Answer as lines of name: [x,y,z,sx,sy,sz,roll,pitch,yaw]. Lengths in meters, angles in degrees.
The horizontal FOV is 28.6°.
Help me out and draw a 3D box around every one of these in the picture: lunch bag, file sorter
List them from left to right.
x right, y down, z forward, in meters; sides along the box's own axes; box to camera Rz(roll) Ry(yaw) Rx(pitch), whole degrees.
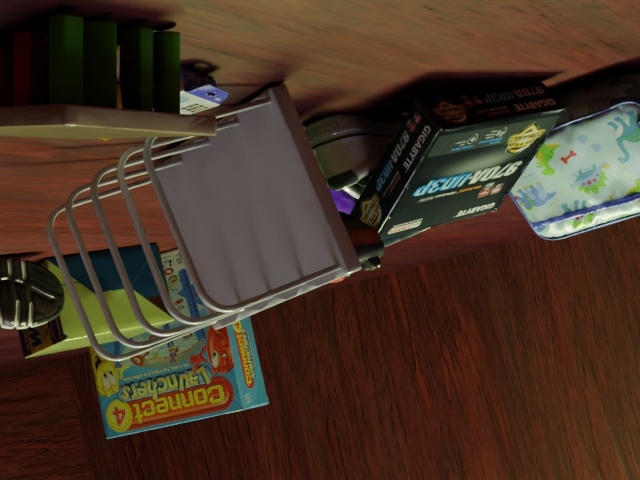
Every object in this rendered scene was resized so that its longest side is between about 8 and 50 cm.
file sorter: [-0.133,-0.004,1.257,0.173,0.192,0.278,-20,177,-35]
lunch bag: [0.336,-0.099,1.553,0.219,0.176,0.090,-16,-149,30]

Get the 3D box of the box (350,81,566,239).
box: [0.157,-0.092,1.433,0.220,0.051,0.175,-13,145,-41]

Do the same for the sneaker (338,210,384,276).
sneaker: [-0.047,-0.036,1.398,0.276,0.135,0.098,13,-168,35]

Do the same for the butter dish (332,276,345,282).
butter dish: [0.015,0.016,2.213,0.160,0.118,0.160,-15,174,17]

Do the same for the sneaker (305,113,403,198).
sneaker: [0.063,-0.090,1.495,0.094,0.091,0.258,-16,172,32]

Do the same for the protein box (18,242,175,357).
protein box: [-0.385,0.101,2.102,0.200,0.136,0.201,-9,172,-33]

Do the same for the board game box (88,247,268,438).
board game box: [-0.271,0.178,2.254,0.308,0.302,0.086,-16,173,27]

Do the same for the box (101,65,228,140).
box: [-0.152,-0.122,1.106,0.136,0.028,0.081,-17,173,17]

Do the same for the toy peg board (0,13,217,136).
toy peg board: [-0.188,-0.119,0.938,0.161,0.079,0.161,2,-178,34]

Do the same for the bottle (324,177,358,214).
bottle: [-0.012,-0.050,1.695,0.118,0.092,0.283,-13,174,4]

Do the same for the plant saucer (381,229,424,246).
plant saucer: [0.182,-0.071,1.777,0.318,0.043,0.317,-27,-175,2]

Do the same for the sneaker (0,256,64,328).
sneaker: [-0.540,0.083,1.889,0.281,0.106,0.162,5,170,-35]
